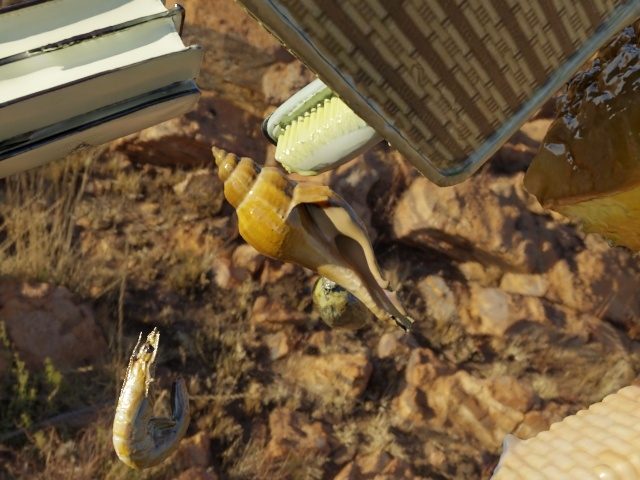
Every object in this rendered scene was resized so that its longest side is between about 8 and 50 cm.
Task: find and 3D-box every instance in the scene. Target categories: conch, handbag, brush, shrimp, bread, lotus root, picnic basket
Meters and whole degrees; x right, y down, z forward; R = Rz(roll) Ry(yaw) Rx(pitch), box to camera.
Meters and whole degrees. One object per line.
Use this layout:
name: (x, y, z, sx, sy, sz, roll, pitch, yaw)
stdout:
conch: (-0.001, -0.002, 0.888, 0.330, 0.109, 0.093, 40, 6, -26)
handbag: (-0.352, -0.203, 1.030, 0.359, 0.237, 0.160, -23, 82, -21)
brush: (0.056, -0.109, 0.542, 0.068, 0.297, 0.060, 23, 56, -33)
shrimp: (-0.187, 0.184, 0.875, 0.095, 0.162, 0.045, 13, -7, -26)
bread: (0.265, -0.096, 0.517, 0.143, 0.229, 0.139, 33, 0, -12)
lotus root: (0.033, 0.099, 1.227, 0.081, 0.179, 0.089, -7, 64, 12)
picnic basket: (0.085, -0.210, 0.346, 0.228, 0.313, 0.175, 35, 14, -48)

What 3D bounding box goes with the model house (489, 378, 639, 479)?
model house: (0.181, 0.201, 0.437, 0.172, 0.166, 0.183, -19, 6, -10)
